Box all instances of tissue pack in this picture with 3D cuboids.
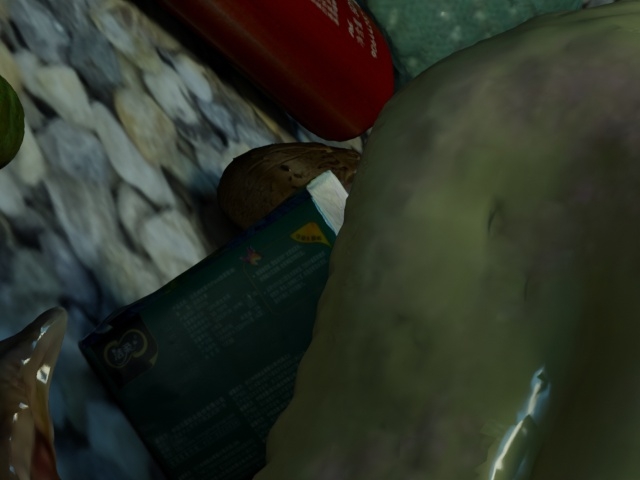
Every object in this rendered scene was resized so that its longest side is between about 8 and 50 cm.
[{"bbox_3d":[-0.018,0.036,0.773,0.085,0.111,0.079,56,15,-2],"label":"tissue pack"}]

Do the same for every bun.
[{"bbox_3d":[0.096,0.111,0.583,0.361,0.213,0.361,12,90,-76],"label":"bun"}]

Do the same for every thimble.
[{"bbox_3d":[0.062,-0.189,1.326,0.198,0.143,0.235,53,-6,-2],"label":"thimble"}]

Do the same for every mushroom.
[{"bbox_3d":[0.006,-0.006,0.985,0.109,0.085,0.126,59,10,13],"label":"mushroom"}]

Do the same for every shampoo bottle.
[{"bbox_3d":[-0.070,-0.165,1.098,0.314,0.076,0.118,37,24,-49],"label":"shampoo bottle"}]

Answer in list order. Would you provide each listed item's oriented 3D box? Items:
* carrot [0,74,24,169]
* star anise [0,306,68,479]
[{"bbox_3d":[-0.171,-0.048,0.572,0.074,0.074,0.358,60,13,13],"label":"carrot"},{"bbox_3d":[-0.086,0.134,0.408,0.230,0.081,0.262,-48,125,-74],"label":"star anise"}]
